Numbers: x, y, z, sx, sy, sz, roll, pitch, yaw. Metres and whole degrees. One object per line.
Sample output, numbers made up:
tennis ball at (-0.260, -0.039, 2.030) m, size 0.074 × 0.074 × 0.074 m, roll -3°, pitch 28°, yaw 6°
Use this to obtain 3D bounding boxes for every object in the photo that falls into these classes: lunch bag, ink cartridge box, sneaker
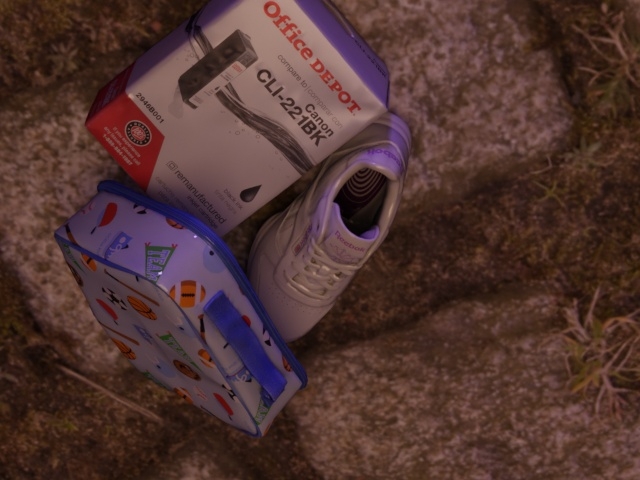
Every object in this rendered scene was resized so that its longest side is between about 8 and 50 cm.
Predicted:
lunch bag at (-0.144, 0.080, 1.889) m, size 0.115 × 0.243 × 0.303 m, roll -50°, pitch 134°, yaw -20°
ink cartridge box at (-0.086, -0.152, 1.871) m, size 0.273 × 0.114 × 0.197 m, roll -37°, pitch 108°, yaw 16°
sneaker at (0.000, 0.000, 1.917) m, size 0.114 × 0.152 × 0.305 m, roll 24°, pitch 114°, yaw -11°
